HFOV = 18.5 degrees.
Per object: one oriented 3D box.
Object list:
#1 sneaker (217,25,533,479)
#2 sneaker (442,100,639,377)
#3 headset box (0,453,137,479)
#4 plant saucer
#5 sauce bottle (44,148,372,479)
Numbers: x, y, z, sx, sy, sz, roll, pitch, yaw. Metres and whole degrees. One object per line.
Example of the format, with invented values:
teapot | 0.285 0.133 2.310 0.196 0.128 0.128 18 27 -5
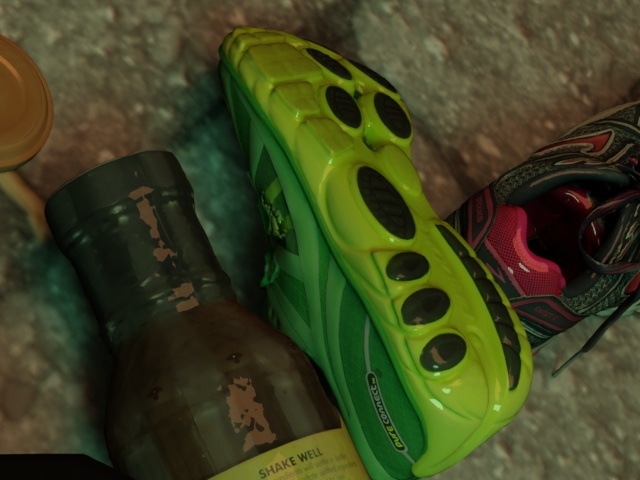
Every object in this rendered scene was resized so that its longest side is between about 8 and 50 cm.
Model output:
sneaker | 0.000 0.000 0.996 0.109 0.123 0.295 14 37 -37
sneaker | 0.164 -0.009 1.116 0.299 0.112 0.121 -32 85 -43
headset box | -0.168 0.202 0.654 0.246 0.131 0.283 5 95 -34
plant saucer | -0.172 -0.073 0.982 0.083 0.013 0.083 18 54 -26
sauce bottle | -0.029 0.121 0.900 0.111 0.111 0.344 -13 74 -40
